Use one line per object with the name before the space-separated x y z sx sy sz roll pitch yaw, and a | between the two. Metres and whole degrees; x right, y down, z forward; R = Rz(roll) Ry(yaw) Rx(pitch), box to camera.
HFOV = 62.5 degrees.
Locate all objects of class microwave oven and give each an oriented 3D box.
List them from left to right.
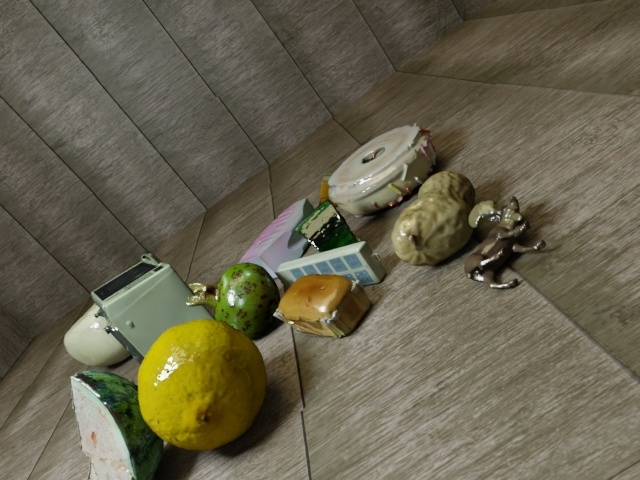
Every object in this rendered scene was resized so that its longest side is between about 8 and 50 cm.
microwave oven | -0.518 0.236 1.621 0.247 0.333 0.394 -41 19 -21

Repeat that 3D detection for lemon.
lemon | -0.247 0.299 1.115 0.293 0.293 0.293 -33 20 14

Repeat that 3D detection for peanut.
peanut | 0.278 -0.051 1.204 0.159 0.143 0.291 17 43 25

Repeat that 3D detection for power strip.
power strip | 0.011 0.085 1.390 0.367 0.106 0.043 -17 25 46

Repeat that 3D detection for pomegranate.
pomegranate | -0.230 0.162 1.448 0.211 0.263 0.211 -170 90 -72

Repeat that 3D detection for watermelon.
watermelon | -0.435 0.417 1.137 0.180 0.305 0.224 -8 11 -15

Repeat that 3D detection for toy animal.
toy animal | 0.351 -0.010 1.044 0.214 0.094 0.186 -49 13 -8

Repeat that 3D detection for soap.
soap | -0.126 -0.004 1.820 0.193 0.109 0.324 -18 26 42

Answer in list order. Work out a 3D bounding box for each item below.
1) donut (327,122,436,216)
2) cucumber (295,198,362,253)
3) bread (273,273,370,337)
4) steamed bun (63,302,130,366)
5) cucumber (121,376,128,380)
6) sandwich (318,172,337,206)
donut | 0.200 -0.219 1.688 0.383 0.142 0.382 -32 21 14
cucumber | 0.032 -0.015 1.481 0.130 0.191 0.191 -45 19 3
bread | 0.000 0.152 1.264 0.136 0.107 0.241 -51 23 -25
steamed bun | -0.789 0.342 2.003 0.334 0.233 0.312 -27 22 50
cucumber | -0.645 0.485 1.694 0.064 0.064 0.112 -40 22 -6
sandwich | 0.087 -0.167 1.959 0.187 0.144 0.117 4 29 6
